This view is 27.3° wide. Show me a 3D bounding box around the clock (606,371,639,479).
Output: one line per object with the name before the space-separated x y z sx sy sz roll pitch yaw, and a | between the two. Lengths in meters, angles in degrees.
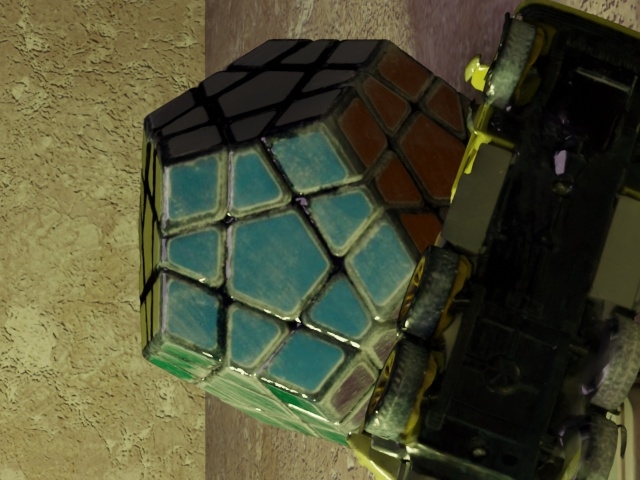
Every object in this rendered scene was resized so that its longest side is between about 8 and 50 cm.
clock | 0.161 0.148 0.751 0.197 0.063 0.150 172 98 -76

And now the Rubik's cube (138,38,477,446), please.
Rubik's cube | 0.000 0.000 0.995 0.264 0.319 0.318 -23 -64 -75

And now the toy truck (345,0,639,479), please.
toy truck | 0.104 0.024 0.699 0.157 0.124 0.272 118 172 -72
